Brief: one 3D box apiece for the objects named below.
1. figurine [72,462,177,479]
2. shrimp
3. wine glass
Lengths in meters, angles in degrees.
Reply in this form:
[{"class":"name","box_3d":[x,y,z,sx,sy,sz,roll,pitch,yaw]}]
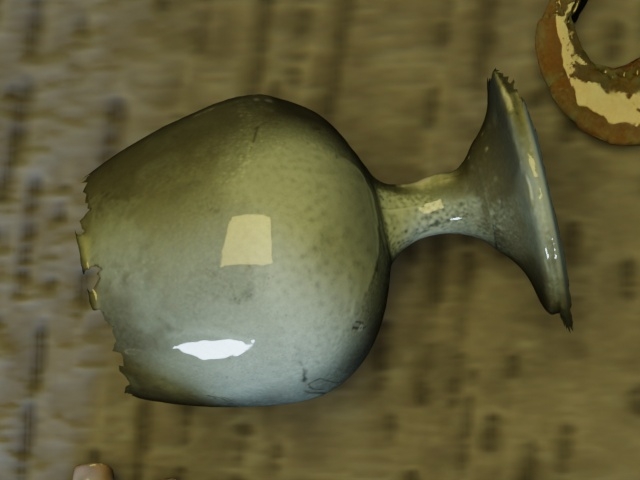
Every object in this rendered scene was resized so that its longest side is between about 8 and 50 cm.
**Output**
[{"class":"figurine","box_3d":[-0.161,0.231,1.386,0.162,0.237,0.141,-14,86,10]},{"class":"shrimp","box_3d":[0.261,-0.174,1.471,0.219,0.046,0.152,-39,80,2]},{"class":"wine glass","box_3d":[0.000,0.000,1.395,0.323,0.238,0.238,-16,78,3]}]
